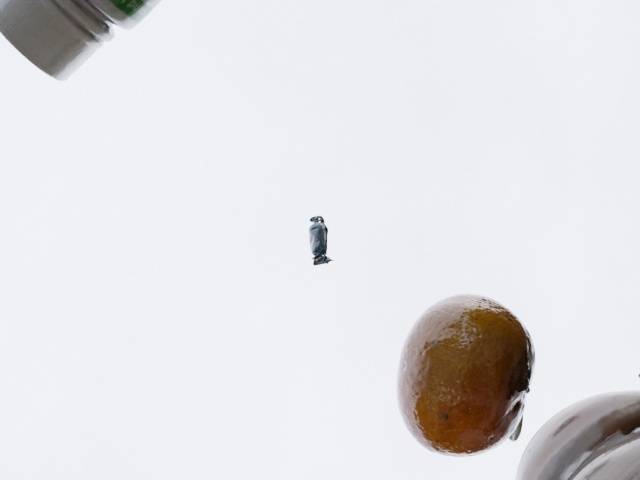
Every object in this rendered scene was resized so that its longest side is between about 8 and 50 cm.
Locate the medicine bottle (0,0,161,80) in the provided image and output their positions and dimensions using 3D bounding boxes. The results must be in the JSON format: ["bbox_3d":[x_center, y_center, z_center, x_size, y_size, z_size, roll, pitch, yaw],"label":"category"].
[{"bbox_3d":[-0.230,-0.289,0.968,0.237,0.139,0.139,-42,-69,5],"label":"medicine bottle"}]

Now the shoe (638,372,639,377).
[{"bbox_3d":[0.553,0.249,1.395,0.112,0.099,0.227,-28,-82,-26],"label":"shoe"}]

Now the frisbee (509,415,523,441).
[{"bbox_3d":[0.318,0.277,1.525,0.014,0.110,0.110,0,-70,-1],"label":"frisbee"}]

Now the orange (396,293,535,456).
[{"bbox_3d":[0.203,0.187,1.262,0.170,0.224,0.224,11,-65,34],"label":"orange"}]

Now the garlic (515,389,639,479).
[{"bbox_3d":[0.220,0.200,0.598,0.160,0.214,0.191,20,-70,-11],"label":"garlic"}]

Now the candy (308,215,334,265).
[{"bbox_3d":[0.000,0.000,1.160,0.030,0.083,0.020,-4,-43,1],"label":"candy"}]
